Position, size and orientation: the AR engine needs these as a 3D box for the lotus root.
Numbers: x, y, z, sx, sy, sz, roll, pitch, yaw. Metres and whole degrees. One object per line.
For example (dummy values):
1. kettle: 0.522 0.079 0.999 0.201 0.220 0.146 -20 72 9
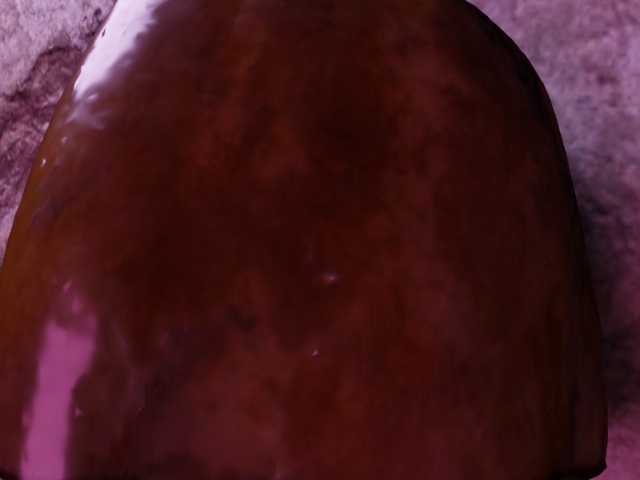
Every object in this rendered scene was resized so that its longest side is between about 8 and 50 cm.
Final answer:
1. lotus root: 0.000 0.000 0.457 0.316 0.316 0.250 -1 77 42
